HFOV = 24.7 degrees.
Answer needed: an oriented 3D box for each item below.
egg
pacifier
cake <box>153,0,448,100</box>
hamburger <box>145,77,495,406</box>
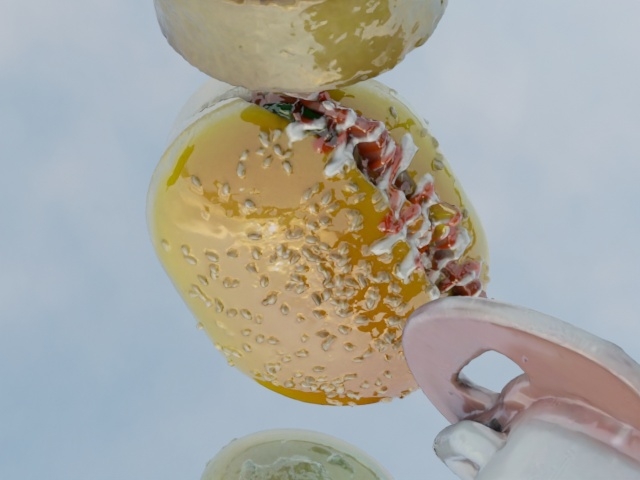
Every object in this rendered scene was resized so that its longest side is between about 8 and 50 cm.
[{"bbox_3d":[-0.014,0.249,1.292,0.201,0.164,0.164,27,-125,-9],"label":"egg"},{"bbox_3d":[0.202,0.121,0.869,0.332,0.273,0.220,34,-165,2],"label":"pacifier"},{"bbox_3d":[-0.004,-0.165,0.928,0.207,0.178,0.185,-7,-127,16],"label":"cake"},{"bbox_3d":[0.000,0.000,1.091,0.227,0.295,0.151,-28,-141,9],"label":"hamburger"}]
